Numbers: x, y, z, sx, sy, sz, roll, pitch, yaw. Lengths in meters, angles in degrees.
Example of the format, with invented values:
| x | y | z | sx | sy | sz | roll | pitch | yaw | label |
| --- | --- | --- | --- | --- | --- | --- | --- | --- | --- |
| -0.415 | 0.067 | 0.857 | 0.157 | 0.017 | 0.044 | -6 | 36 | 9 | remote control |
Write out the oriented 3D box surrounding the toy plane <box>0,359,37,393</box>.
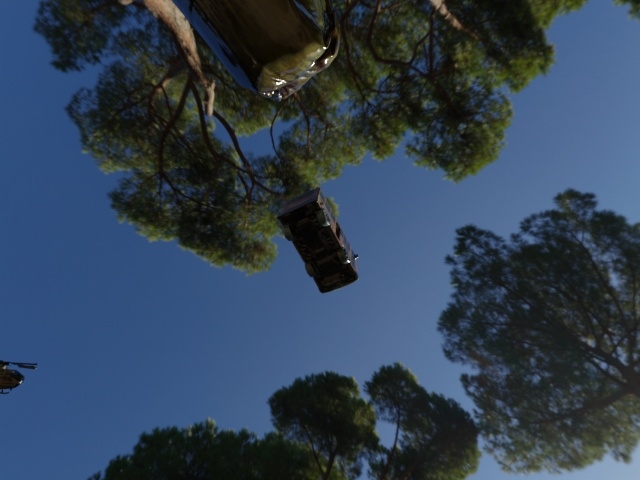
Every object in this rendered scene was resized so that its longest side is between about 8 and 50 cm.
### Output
| x | y | z | sx | sy | sz | roll | pitch | yaw | label |
| --- | --- | --- | --- | --- | --- | --- | --- | --- | --- |
| -0.512 | 0.206 | 0.691 | 0.121 | 0.031 | 0.049 | 14 | -87 | -22 | toy plane |

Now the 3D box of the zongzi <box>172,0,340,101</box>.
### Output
| x | y | z | sx | sy | sz | roll | pitch | yaw | label |
| --- | --- | --- | --- | --- | --- | --- | --- | --- | --- |
| -0.070 | -0.313 | 0.494 | 0.138 | 0.300 | 0.286 | -33 | -76 | 30 | zongzi |

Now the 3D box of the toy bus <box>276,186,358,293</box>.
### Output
| x | y | z | sx | sy | sz | roll | pitch | yaw | label |
| --- | --- | --- | --- | --- | --- | --- | --- | --- | --- |
| 0.000 | 0.000 | 0.857 | 0.091 | 0.103 | 0.182 | -23 | -69 | 15 | toy bus |
